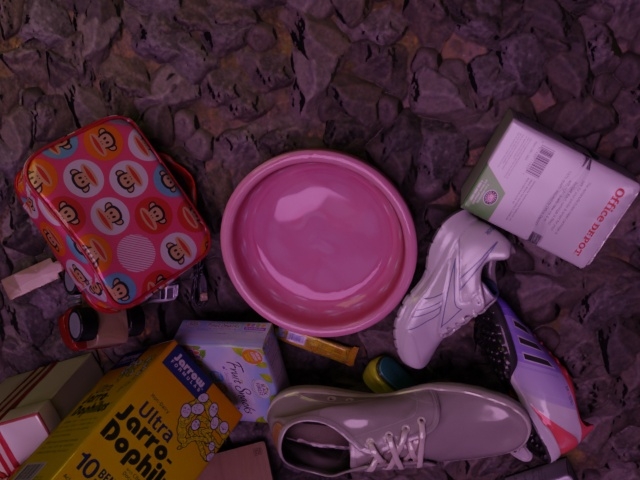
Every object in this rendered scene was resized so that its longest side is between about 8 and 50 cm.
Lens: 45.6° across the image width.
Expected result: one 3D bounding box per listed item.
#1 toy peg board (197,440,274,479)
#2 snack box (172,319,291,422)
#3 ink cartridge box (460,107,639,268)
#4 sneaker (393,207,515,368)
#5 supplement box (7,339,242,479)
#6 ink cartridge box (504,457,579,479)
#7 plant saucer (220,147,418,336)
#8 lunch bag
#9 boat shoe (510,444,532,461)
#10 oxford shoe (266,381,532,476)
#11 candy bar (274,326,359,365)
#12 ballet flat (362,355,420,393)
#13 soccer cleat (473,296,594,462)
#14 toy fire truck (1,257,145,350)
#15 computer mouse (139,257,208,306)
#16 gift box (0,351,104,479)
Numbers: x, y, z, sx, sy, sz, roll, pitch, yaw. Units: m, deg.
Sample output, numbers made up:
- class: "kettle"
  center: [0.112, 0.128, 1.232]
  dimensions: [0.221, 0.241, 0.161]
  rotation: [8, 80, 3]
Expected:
- class: "toy peg board"
  center: [-0.162, 0.497, 1.491]
  dimensions: [0.160, 0.079, 0.161]
  rotation: [-16, 66, 3]
- class: "snack box"
  center: [-0.154, 0.238, 1.376]
  dimensions: [0.174, 0.070, 0.207]
  rotation: [1, 131, 16]
- class: "ink cartridge box"
  center: [0.353, -0.081, 1.187]
  dimensions: [0.219, 0.092, 0.160]
  rotation: [27, 114, -1]
- class: "sneaker"
  center: [0.214, 0.098, 1.254]
  dimensions: [0.129, 0.111, 0.297]
  rotation: [31, 117, 24]
- class: "supplement box"
  center: [-0.334, 0.365, 1.267]
  dimensions: [0.195, 0.356, 0.194]
  rotation: [-20, 114, 47]
- class: "ink cartridge box"
  center: [0.413, 0.570, 1.448]
  dimensions: [0.239, 0.060, 0.275]
  rotation: [-25, 105, 19]
- class: "plant saucer"
  center: [0.000, 0.000, 1.288]
  dimensions: [0.332, 0.084, 0.332]
  rotation: [4, 112, 10]
- class: "lunch bag"
  center: [-0.322, -0.054, 1.252]
  dimensions: [0.293, 0.258, 0.120]
  rotation: [58, 146, -6]
- class: "boat shoe"
  center: [0.352, 0.375, 1.395]
  dimensions: [0.035, 0.035, 0.100]
  rotation: [-39, 100, 21]
- class: "oxford shoe"
  center: [0.125, 0.329, 1.276]
  dimensions: [0.449, 0.130, 0.169]
  rotation: [0, 116, 7]
- class: "candy bar"
  center: [-0.010, 0.189, 1.397]
  dimensions: [0.161, 0.018, 0.040]
  rotation: [19, 110, 3]
- class: "ballet flat"
  center: [0.168, 0.302, 1.388]
  dimensions: [0.231, 0.077, 0.077]
  rotation: [43, 133, -5]
- class: "soccer cleat"
  center: [0.365, 0.222, 1.312]
  dimensions: [0.116, 0.108, 0.318]
  rotation: [-26, 98, -11]
- class: "toy fire truck"
  center: [-0.448, 0.094, 1.360]
  dimensions: [0.246, 0.158, 0.217]
  rotation: [-21, 76, 48]
- class: "computer mouse"
  center: [-0.293, 0.077, 1.391]
  dimensions: [0.193, 0.042, 0.106]
  rotation: [-8, 98, 14]
- class: "gift box"
  center: [-0.511, 0.402, 1.441]
  dimensions: [0.255, 0.258, 0.276]
  rotation: [-22, 105, 18]
